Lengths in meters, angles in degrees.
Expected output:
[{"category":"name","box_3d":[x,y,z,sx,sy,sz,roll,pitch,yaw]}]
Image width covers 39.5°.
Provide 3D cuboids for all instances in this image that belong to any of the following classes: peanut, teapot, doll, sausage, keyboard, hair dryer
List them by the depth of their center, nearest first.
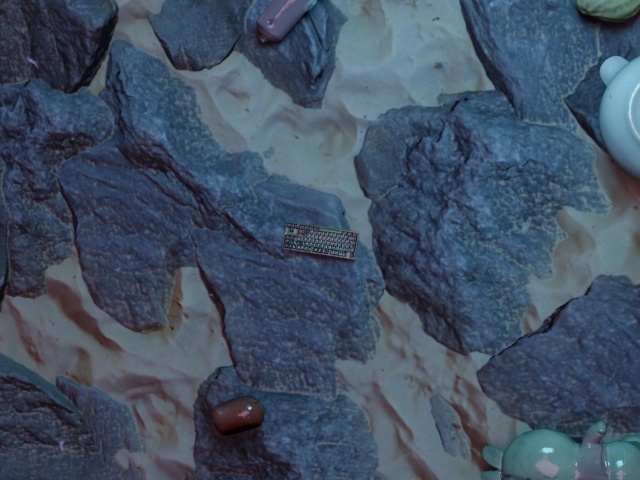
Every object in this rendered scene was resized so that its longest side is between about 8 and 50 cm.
[{"category":"teapot","box_3d":[0.547,-0.172,1.365,0.208,0.166,0.300,-39,88,0]},{"category":"doll","box_3d":[0.387,0.356,1.380,0.275,0.113,0.155,-3,90,10]},{"category":"peanut","box_3d":[0.500,-0.396,1.413,0.187,0.082,0.082,-15,84,9]},{"category":"hair dryer","box_3d":[0.028,-0.454,1.505,0.210,0.125,0.352,46,106,9]},{"category":"sausage","box_3d":[-0.141,0.297,1.519,0.094,0.059,0.054,-18,65,13]},{"category":"keyboard","box_3d":[0.000,0.000,1.526,0.129,0.015,0.049,9,89,12]}]
